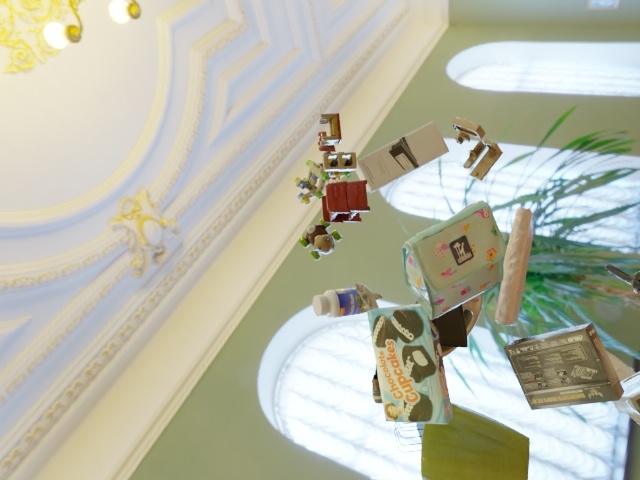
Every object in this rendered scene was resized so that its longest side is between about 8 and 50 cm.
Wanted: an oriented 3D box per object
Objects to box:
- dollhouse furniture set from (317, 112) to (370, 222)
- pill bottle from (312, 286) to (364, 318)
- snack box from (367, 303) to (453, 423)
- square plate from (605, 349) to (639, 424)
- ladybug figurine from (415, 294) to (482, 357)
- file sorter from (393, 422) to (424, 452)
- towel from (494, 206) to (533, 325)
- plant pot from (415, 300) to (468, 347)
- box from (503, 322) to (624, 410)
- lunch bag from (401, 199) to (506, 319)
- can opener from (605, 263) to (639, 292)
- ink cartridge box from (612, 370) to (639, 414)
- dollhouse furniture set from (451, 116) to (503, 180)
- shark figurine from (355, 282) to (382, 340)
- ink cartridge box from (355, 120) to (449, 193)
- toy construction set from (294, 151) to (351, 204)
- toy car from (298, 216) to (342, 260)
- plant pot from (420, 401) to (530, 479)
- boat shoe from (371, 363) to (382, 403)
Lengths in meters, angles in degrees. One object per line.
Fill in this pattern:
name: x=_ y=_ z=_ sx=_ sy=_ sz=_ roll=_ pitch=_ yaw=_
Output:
dollhouse furniture set: x=0.080 y=-0.264 z=1.842 sx=0.201 sy=0.152 sz=0.375 roll=124 pitch=142 yaw=-81
pill bottle: x=0.103 y=0.331 z=2.608 sx=0.271 sy=0.152 sz=0.153 roll=-5 pitch=-71 yaw=-26
snack box: x=0.249 y=0.346 z=1.389 sx=0.060 sy=0.187 sz=0.322 roll=-5 pitch=-95 yaw=-57
square plate: x=1.235 y=0.582 z=2.012 sx=0.347 sy=0.344 sz=0.049 roll=-2 pitch=-51 yaw=-45
ladybug figurine: x=0.495 y=0.311 z=2.028 sx=0.304 sy=0.162 sz=0.450 roll=-1 pitch=-52 yaw=-24
file sorter: x=0.328 y=0.668 z=1.785 sx=0.118 sy=0.104 sz=0.171 roll=-102 pitch=9 yaw=-59
towel: x=0.592 y=0.093 z=1.495 sx=0.317 sy=0.053 sz=0.332 roll=22 pitch=-102 yaw=-64
plant pot: x=0.424 y=0.257 z=1.748 sx=0.187 sy=0.187 sz=0.167 roll=-61 pitch=-28 yaw=-69
box: x=0.616 y=0.328 z=1.264 sx=0.056 sy=0.231 sz=0.183 roll=-16 pitch=-100 yaw=-44
lunch bag: x=0.318 y=0.041 z=1.194 sx=0.223 sy=0.160 sz=0.262 roll=-27 pitch=-40 yaw=-5
can opener: x=1.188 y=0.145 z=1.902 sx=0.059 sy=0.186 sz=0.073 roll=37 pitch=-87 yaw=-32
ink cartridge box: x=1.014 y=0.441 z=1.502 sx=0.060 sy=0.275 sz=0.239 roll=63 pitch=177 yaw=18
dollhouse furniture set: x=0.506 y=-0.313 z=1.686 sx=0.151 sy=0.144 sz=0.123 roll=35 pitch=-87 yaw=-42
shark figurine: x=0.236 y=0.352 z=2.402 sx=0.166 sy=0.116 sz=0.279 roll=18 pitch=-132 yaw=-42
ink cartridge box: x=0.370 y=-0.381 z=2.321 sx=0.166 sy=0.394 sz=0.285 roll=63 pitch=-178 yaw=-2
toy construction set: x=0.030 y=-0.277 z=2.111 sx=0.327 sy=0.151 sz=0.215 roll=-33 pitch=-26 yaw=-59
toy car: x=0.000 y=0.000 z=2.093 sx=0.155 sy=0.149 sz=0.188 roll=-42 pitch=5 yaw=4
plant pot: x=0.487 y=0.650 z=1.524 sx=0.274 sy=0.293 sz=0.275 roll=-8 pitch=-81 yaw=-64
boat shoe: x=0.228 y=0.455 z=1.681 sx=0.257 sy=0.095 sz=0.095 roll=-30 pitch=-77 yaw=-74
